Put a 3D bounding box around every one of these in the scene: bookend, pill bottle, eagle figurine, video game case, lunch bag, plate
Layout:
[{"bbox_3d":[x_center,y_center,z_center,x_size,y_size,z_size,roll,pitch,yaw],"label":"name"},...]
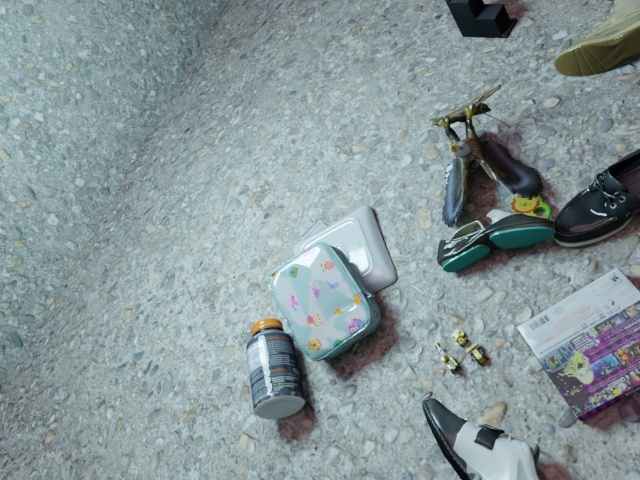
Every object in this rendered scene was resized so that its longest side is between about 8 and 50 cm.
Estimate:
[{"bbox_3d":[0.475,-0.683,1.543,0.156,0.157,0.072,25,80,45],"label":"bookend"},{"bbox_3d":[-0.124,0.325,1.362,0.131,0.130,0.245,-31,47,18],"label":"pill bottle"},{"bbox_3d":[0.382,-0.194,1.302,0.226,0.225,0.298,135,118,-66],"label":"eagle figurine"},{"bbox_3d":[0.534,0.194,0.997,0.232,0.042,0.210,-36,46,14],"label":"video game case"},{"bbox_3d":[0.016,0.155,1.334,0.224,0.108,0.279,-36,68,10],"label":"lunch bag"},{"bbox_3d":[0.000,0.000,1.565,0.087,0.011,0.122,-46,44,3],"label":"video game case"},{"bbox_3d":[0.049,0.055,1.457,0.278,0.045,0.277,-29,50,17],"label":"plate"}]

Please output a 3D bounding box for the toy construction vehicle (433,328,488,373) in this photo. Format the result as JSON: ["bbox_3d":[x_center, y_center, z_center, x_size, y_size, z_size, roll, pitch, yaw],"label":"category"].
[{"bbox_3d":[0.305,0.244,1.148,0.086,0.035,0.098,-40,45,10],"label":"toy construction vehicle"}]

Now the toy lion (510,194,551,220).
[{"bbox_3d":[0.490,-0.072,1.219,0.100,0.034,0.096,14,64,42],"label":"toy lion"}]

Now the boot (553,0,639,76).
[{"bbox_3d":[0.723,-0.531,1.296,0.262,0.095,0.203,-18,42,47],"label":"boot"}]

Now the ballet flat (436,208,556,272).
[{"bbox_3d":[0.387,-0.016,1.194,0.281,0.095,0.096,-24,53,33],"label":"ballet flat"}]

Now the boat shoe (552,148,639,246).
[{"bbox_3d":[0.628,-0.113,1.076,0.340,0.113,0.127,-30,49,19],"label":"boat shoe"}]

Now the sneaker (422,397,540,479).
[{"bbox_3d":[0.327,0.408,0.982,0.146,0.122,0.330,-33,43,-9],"label":"sneaker"}]
